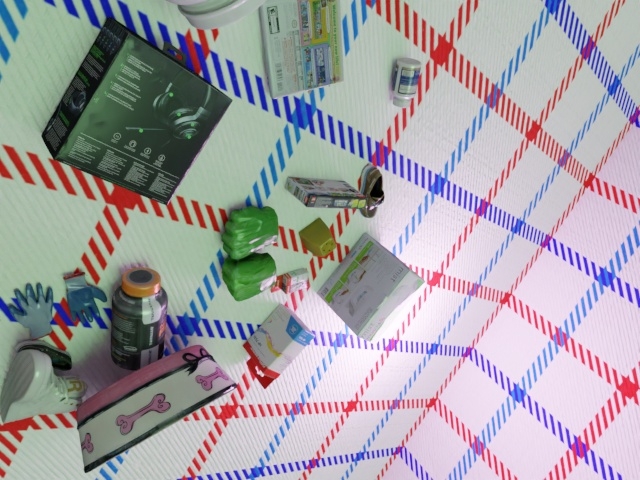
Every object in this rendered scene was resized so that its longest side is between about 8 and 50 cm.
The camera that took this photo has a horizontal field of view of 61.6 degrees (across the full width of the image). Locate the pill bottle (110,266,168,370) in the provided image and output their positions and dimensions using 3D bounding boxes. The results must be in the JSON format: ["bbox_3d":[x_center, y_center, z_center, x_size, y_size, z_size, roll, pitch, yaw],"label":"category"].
[{"bbox_3d":[-0.443,0.187,1.313,0.130,0.130,0.246,-10,127,-35],"label":"pill bottle"}]

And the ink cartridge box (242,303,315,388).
[{"bbox_3d":[-0.146,0.330,1.672,0.231,0.134,0.078,-48,140,0],"label":"ink cartridge box"}]

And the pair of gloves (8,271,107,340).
[{"bbox_3d":[-0.597,0.147,1.235,0.198,0.023,0.159,-20,134,-27],"label":"pair of gloves"}]

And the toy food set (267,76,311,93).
[{"bbox_3d":[-0.064,-0.395,1.265,0.122,0.019,0.078,14,111,-38],"label":"toy food set"}]

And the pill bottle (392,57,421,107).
[{"bbox_3d":[0.230,-0.425,1.451,0.067,0.067,0.120,-17,131,-30],"label":"pill bottle"}]

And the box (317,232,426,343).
[{"bbox_3d":[0.158,0.150,1.716,0.262,0.231,0.127,-53,138,5],"label":"box"}]

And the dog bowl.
[{"bbox_3d":[-0.425,0.411,1.370,0.408,0.150,0.408,-29,171,-5],"label":"dog bowl"}]

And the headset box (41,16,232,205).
[{"bbox_3d":[-0.349,-0.250,1.050,0.246,0.131,0.283,24,104,-47],"label":"headset box"}]

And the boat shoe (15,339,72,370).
[{"bbox_3d":[-0.650,0.274,1.273,0.049,0.040,0.142,-49,139,2],"label":"boat shoe"}]

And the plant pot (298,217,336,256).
[{"bbox_3d":[0.000,0.000,1.576,0.081,0.083,0.081,-37,139,-12],"label":"plant pot"}]

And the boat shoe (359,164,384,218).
[{"bbox_3d":[0.155,-0.134,1.615,0.066,0.066,0.183,-25,134,-23],"label":"boat shoe"}]

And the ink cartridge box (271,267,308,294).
[{"bbox_3d":[-0.094,0.129,1.639,0.115,0.029,0.063,-16,131,-31],"label":"ink cartridge box"}]

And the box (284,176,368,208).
[{"bbox_3d":[0.018,-0.129,1.468,0.207,0.114,0.036,-1,121,-39],"label":"box"}]

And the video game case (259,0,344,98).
[{"bbox_3d":[-0.038,-0.447,1.219,0.193,0.023,0.212,-20,126,-22],"label":"video game case"}]

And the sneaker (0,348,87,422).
[{"bbox_3d":[-0.623,0.329,1.248,0.169,0.108,0.292,3,146,-40],"label":"sneaker"}]

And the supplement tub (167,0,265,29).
[{"bbox_3d":[-0.218,-0.540,0.853,0.241,0.241,0.331,-42,139,-6],"label":"supplement tub"}]

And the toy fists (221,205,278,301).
[{"bbox_3d":[-0.197,0.036,1.433,0.142,0.096,0.279,-23,133,-39],"label":"toy fists"}]
